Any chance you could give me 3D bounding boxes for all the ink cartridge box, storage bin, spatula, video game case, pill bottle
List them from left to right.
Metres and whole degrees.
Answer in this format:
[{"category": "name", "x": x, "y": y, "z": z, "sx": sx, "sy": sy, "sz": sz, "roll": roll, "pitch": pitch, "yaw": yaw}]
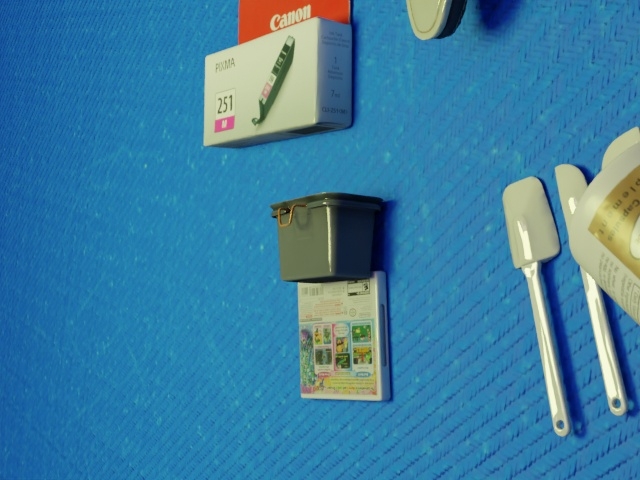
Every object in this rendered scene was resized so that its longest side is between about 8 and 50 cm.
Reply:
[{"category": "ink cartridge box", "x": -0.059, "y": -0.248, "z": 1.281, "sx": 0.275, "sy": 0.060, "sz": 0.239, "roll": -2, "pitch": 87, "yaw": 55}, {"category": "storage bin", "x": 0.000, "y": 0.000, "z": 1.137, "sx": 0.135, "sy": 0.098, "sz": 0.091, "roll": -10, "pitch": 77, "yaw": 53}, {"category": "video game case", "x": 0.024, "y": 0.113, "z": 1.169, "sx": 0.157, "sy": 0.019, "sz": 0.143, "roll": -10, "pitch": 80, "yaw": 54}, {"category": "spatula", "x": 0.236, "y": 0.043, "z": 0.875, "sx": 0.168, "sy": 0.019, "sz": 0.242, "roll": -24, "pitch": 69, "yaw": 46}, {"category": "pill bottle", "x": 0.290, "y": 0.036, "z": 0.694, "sx": 0.229, "sy": 0.131, "sz": 0.131, "roll": 54, "pitch": 130, "yaw": 42}]

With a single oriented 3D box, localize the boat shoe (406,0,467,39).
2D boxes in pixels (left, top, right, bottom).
[{"category": "boat shoe", "x": 0.140, "y": -0.319, "z": 0.981, "sx": 0.095, "sy": 0.079, "sz": 0.254, "roll": 4, "pitch": 89, "yaw": 58}]
